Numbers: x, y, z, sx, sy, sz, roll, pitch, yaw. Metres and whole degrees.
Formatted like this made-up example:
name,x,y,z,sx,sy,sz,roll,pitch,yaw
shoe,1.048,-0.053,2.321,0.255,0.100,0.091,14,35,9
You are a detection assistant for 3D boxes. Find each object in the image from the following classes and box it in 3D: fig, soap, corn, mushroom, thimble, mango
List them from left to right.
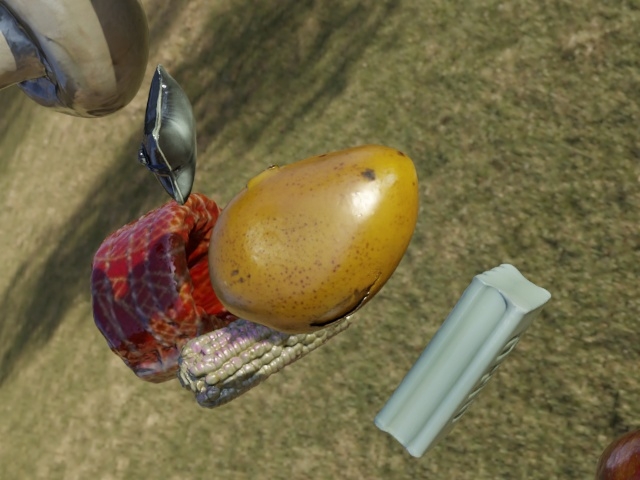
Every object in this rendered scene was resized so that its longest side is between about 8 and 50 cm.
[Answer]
name,x,y,z,sx,sy,sz,roll,pitch,yaw
mushroom,-0.380,-0.264,1.336,0.290,0.298,0.297,-41,20,-20
thimble,-0.282,0.098,2.040,0.230,0.350,0.350,-23,50,23
corn,-0.088,0.175,1.764,0.127,0.335,0.127,53,158,32
mango,0.000,0.000,1.232,0.290,0.160,0.191,-36,67,8
soap,0.200,0.166,1.432,0.087,0.159,0.265,38,110,17
fig,0.453,0.361,1.417,0.207,0.175,0.175,-37,2,-39

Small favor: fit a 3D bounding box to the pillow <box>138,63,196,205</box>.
name,x,y,z,sx,sy,sz,roll,pitch,yaw
pillow,-0.152,-0.109,1.045,0.055,0.091,0.136,-29,39,23
